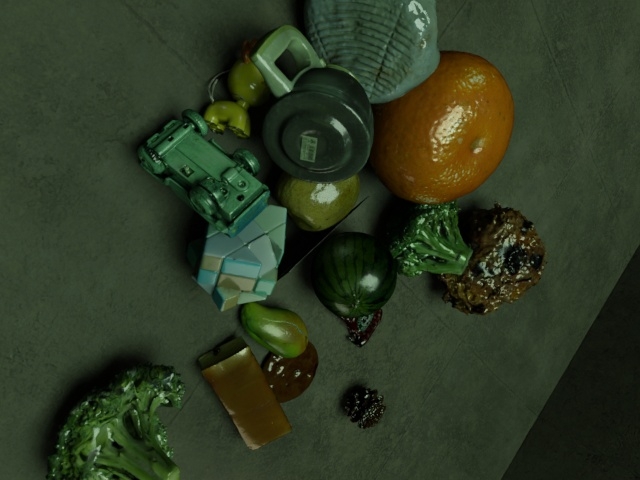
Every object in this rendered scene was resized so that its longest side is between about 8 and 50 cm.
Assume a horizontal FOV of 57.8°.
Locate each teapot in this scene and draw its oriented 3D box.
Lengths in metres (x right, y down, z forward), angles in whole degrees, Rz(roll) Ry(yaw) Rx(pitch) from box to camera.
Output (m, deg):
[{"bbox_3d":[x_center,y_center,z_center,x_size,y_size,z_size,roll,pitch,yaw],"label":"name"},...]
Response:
[{"bbox_3d":[-0.028,-0.302,1.298,0.322,0.239,0.239,26,45,-12],"label":"teapot"}]

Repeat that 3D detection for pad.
[{"bbox_3d":[0.000,0.000,1.555,0.300,0.202,0.005,-43,92,-20],"label":"pad"}]

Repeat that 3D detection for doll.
[{"bbox_3d":[-0.174,-0.343,1.311,0.143,0.135,0.220,25,84,-75],"label":"doll"}]

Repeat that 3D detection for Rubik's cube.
[{"bbox_3d":[-0.199,0.023,1.370,0.224,0.265,0.213,12,142,-11],"label":"Rubik's cube"}]

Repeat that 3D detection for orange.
[{"bbox_3d":[0.312,-0.308,1.585,0.424,0.326,0.424,-18,129,-24],"label":"orange"}]

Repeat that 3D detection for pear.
[{"bbox_3d":[-0.002,-0.135,1.466,0.211,0.188,0.228,-48,164,-8],"label":"pear"}]

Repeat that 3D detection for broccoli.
[{"bbox_3d":[-0.421,0.461,1.319,0.375,0.302,0.249,-58,171,-13],"label":"broccoli"},{"bbox_3d":[0.338,-0.013,1.774,0.308,0.275,0.308,-48,156,-30],"label":"broccoli"}]

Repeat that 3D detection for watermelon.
[{"bbox_3d":[0.093,0.094,1.614,0.242,0.242,0.242,-16,117,-35],"label":"watermelon"}]

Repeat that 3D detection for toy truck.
[{"bbox_3d":[-0.246,-0.139,1.225,0.155,0.279,0.156,-46,164,-22],"label":"toy truck"}]

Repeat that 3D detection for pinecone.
[{"bbox_3d":[0.146,0.549,1.926,0.140,0.121,0.140,-19,120,-36],"label":"pinecone"}]

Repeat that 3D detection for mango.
[{"bbox_3d":[-0.120,0.239,1.588,0.233,0.111,0.125,44,65,-29],"label":"mango"}]

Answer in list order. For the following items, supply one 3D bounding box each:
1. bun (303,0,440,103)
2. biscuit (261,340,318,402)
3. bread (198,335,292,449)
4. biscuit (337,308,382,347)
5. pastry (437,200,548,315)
[{"bbox_3d":[0.127,-0.494,1.356,0.194,0.354,0.354,-45,132,-39],"label":"bun"},{"bbox_3d":[-0.090,0.388,1.719,0.212,0.036,0.212,-16,117,-34],"label":"biscuit"},{"bbox_3d":[-0.201,0.430,1.600,0.138,0.077,0.361,-28,124,-12],"label":"bread"},{"bbox_3d":[0.118,0.220,1.809,0.151,0.063,0.235,-47,133,-15],"label":"biscuit"},{"bbox_3d":[0.589,0.057,1.995,0.405,0.292,0.337,-26,112,-20],"label":"pastry"}]
